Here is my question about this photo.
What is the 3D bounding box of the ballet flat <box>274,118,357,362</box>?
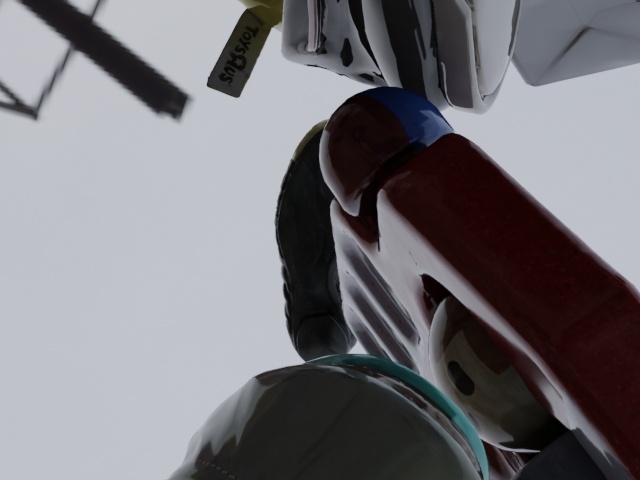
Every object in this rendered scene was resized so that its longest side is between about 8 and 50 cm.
[{"bbox_3d":[0.000,0.000,1.090,0.057,0.049,0.173,1,-54,-4],"label":"ballet flat"}]

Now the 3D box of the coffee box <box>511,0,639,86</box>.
[{"bbox_3d":[0.129,-0.229,1.004,0.098,0.141,0.246,-12,-120,20],"label":"coffee box"}]

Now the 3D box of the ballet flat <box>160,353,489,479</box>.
[{"bbox_3d":[-0.024,0.088,0.460,0.072,0.213,0.068,44,-117,-2],"label":"ballet flat"}]

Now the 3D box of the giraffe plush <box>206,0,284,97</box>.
[{"bbox_3d":[-0.011,-0.205,0.978,0.170,0.181,0.210,118,-21,-52],"label":"giraffe plush"}]

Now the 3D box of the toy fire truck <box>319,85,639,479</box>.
[{"bbox_3d":[0.082,0.069,0.697,0.169,0.302,0.254,-36,-108,-8],"label":"toy fire truck"}]

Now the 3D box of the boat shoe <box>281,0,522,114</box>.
[{"bbox_3d":[0.007,-0.162,0.622,0.095,0.335,0.112,8,-124,16],"label":"boat shoe"}]
